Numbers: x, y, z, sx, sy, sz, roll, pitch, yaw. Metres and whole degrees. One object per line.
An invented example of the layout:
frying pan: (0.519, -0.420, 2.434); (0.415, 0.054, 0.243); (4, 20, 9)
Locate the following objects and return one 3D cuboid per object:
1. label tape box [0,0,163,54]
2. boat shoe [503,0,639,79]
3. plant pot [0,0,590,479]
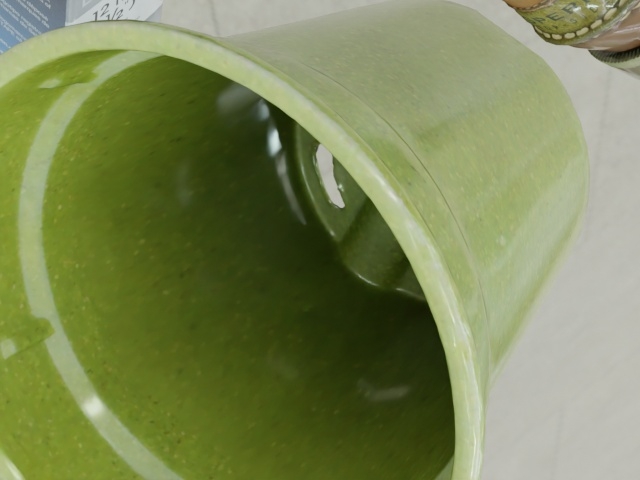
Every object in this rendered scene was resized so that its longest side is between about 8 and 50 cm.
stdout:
label tape box: (-0.219, -0.259, 0.935); (0.115, 0.249, 0.348); (-43, 171, -27)
boat shoe: (0.108, -0.214, 0.542); (0.104, 0.307, 0.110); (18, 146, -29)
plant pot: (0.000, 0.000, 0.651); (0.254, 0.276, 0.276); (-37, 157, -51)
